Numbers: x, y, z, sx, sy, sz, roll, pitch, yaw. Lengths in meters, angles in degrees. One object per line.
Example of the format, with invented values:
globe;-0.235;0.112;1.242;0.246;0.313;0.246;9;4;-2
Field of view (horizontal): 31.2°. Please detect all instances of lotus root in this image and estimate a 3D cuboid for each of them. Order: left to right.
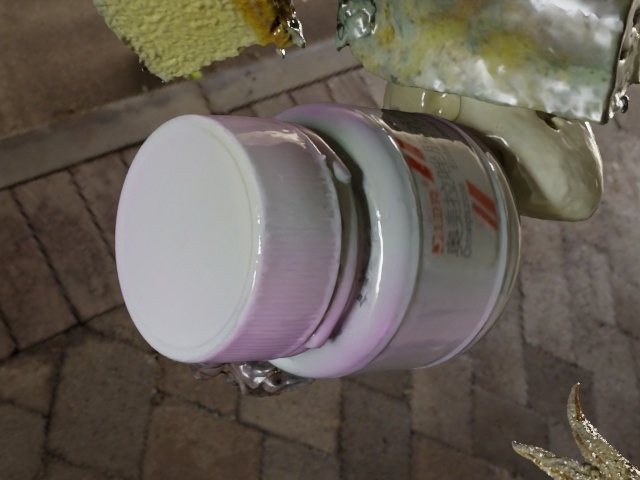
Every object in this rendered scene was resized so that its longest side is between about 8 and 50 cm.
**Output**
lotus root;0.147;-0.220;0.895;0.267;0.260;0.149;-39;141;-51

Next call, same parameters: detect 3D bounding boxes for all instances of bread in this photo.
bread;-0.103;-0.219;0.961;0.152;0.147;0.127;35;41;-62

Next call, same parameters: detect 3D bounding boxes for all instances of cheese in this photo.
cheese;0.161;-0.098;1.174;0.174;0.248;0.251;-4;63;-36

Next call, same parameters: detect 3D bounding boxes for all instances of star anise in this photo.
star anise;-0.095;0.122;1.229;0.182;0.195;0.065;25;60;-5

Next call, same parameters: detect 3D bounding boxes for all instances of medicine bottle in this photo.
medicine bottle;0.000;0.000;0.999;0.302;0.241;0.241;0;67;-43

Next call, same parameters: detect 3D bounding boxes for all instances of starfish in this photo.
starfish;0.375;0.356;1.573;0.084;0.293;0.301;17;99;-35
